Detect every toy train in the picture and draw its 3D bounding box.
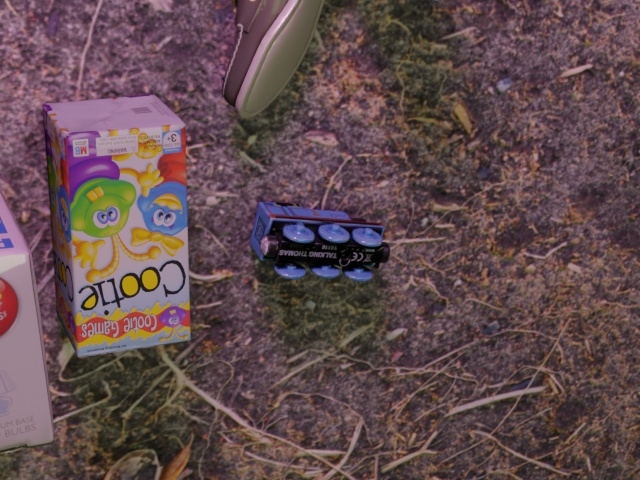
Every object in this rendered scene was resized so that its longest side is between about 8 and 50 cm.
[{"bbox_3d":[0.000,0.000,1.654,0.184,0.105,0.080,3,118,-24],"label":"toy train"}]

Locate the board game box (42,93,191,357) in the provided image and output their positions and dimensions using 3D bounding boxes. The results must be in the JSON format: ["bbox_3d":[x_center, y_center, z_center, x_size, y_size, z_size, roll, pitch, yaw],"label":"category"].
[{"bbox_3d":[-0.245,-0.020,1.515,0.142,0.144,0.275,-8,112,-20],"label":"board game box"}]

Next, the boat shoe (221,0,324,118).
[{"bbox_3d":[-0.050,-0.297,1.521,0.305,0.091,0.109,-64,162,15],"label":"boat shoe"}]

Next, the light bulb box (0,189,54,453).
[{"bbox_3d":[-0.494,0.076,1.316,0.357,0.361,0.225,-11,115,-19],"label":"light bulb box"}]
